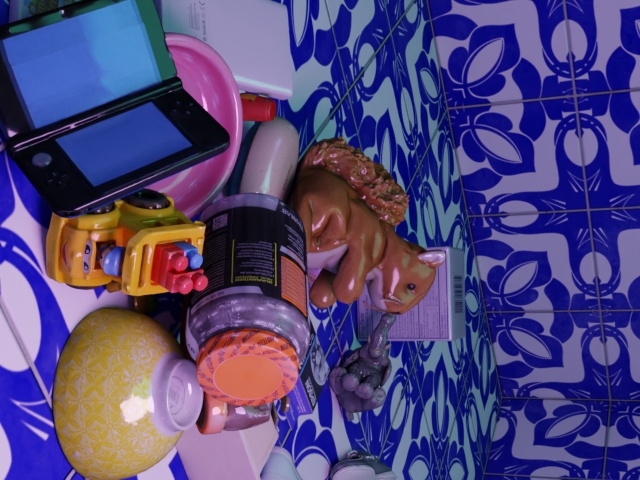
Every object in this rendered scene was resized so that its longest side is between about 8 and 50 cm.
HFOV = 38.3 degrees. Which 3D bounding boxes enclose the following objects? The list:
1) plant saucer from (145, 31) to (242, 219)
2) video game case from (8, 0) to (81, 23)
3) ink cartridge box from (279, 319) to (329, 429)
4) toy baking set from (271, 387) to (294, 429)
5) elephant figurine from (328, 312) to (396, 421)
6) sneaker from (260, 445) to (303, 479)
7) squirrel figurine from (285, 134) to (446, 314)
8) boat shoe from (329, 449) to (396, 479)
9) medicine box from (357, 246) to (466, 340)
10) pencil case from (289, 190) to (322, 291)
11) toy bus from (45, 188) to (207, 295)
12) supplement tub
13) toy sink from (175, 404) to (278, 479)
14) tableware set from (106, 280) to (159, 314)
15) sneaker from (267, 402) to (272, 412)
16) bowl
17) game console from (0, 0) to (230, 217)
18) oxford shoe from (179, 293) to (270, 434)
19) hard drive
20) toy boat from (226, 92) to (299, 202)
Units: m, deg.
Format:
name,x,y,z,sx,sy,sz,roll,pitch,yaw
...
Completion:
name,x,y,z,sx,sy,sz,roll,pitch,yaw
plant saucer,-0.278,-0.188,1.574,0.332,0.084,0.332,-21,119,-44
video game case,-0.416,-0.353,1.456,0.193,0.023,0.213,17,72,-66
ink cartridge box,-0.049,0.314,2.229,0.208,0.045,0.206,-64,144,-47
toy baking set,-0.087,0.288,2.002,0.197,0.030,0.256,128,-35,-50
elephant figurine,0.135,0.339,2.497,0.169,0.186,0.239,50,48,-22
sneaker,-0.077,0.601,2.062,0.256,0.094,0.151,62,27,-28
squirrel figurine,0.098,-0.027,2.064,0.281,0.370,0.397,132,-24,-61
boat shoe,0.100,0.631,2.522,0.099,0.116,0.319,50,12,32
medicine box,0.258,0.155,2.657,0.149,0.289,0.264,6,82,-65
pencil case,0.000,0.000,2.283,0.124,0.124,0.284,-54,137,-56
toy bus,-0.282,0.024,1.430,0.220,0.211,0.150,-8,118,-44
supplement tub,-0.122,0.097,1.572,0.338,0.207,0.207,-92,163,-46
toy sink,-0.179,0.374,1.775,0.131,0.152,0.234,-58,139,-54
tableware set,-0.326,0.078,1.617,0.154,0.024,0.104,24,63,-69
sneaker,-0.153,0.351,1.952,0.115,0.105,0.281,118,-19,-58
bowl,-0.289,0.252,1.524,0.289,0.156,0.290,-4,90,-67
game console,-0.313,-0.210,1.346,0.293,0.250,0.173,-28,144,-26
oxford shoe,-0.179,0.195,1.692,0.130,0.132,0.364,114,-30,-44
hard drive,-0.188,-0.401,1.799,0.307,0.040,0.203,7,73,-42
toy boat,-0.146,-0.196,1.947,0.318,0.148,0.268,77,26,-53
